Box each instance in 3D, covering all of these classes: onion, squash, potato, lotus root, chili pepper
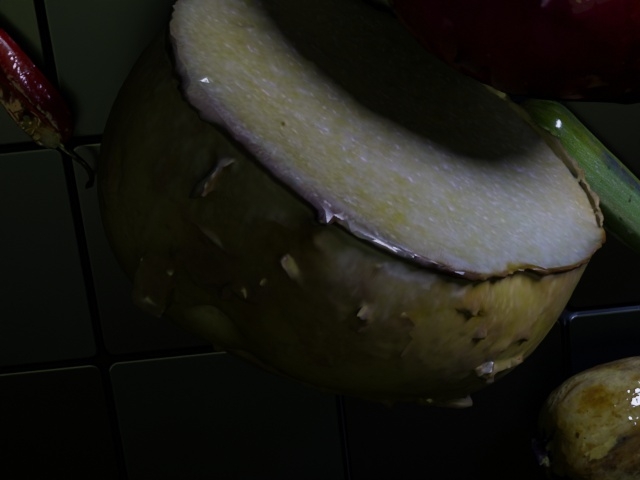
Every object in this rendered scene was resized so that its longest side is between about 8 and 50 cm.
[{"bbox_3d":[0.225,-0.304,1.276,0.348,0.348,0.385,11,123,-6],"label":"onion"},{"bbox_3d":[0.280,-0.062,1.534,0.229,0.066,0.066,40,107,-18],"label":"squash"},{"bbox_3d":[0.000,0.000,1.389,0.442,0.385,0.319,30,124,-1],"label":"potato"},{"bbox_3d":[0.324,0.190,1.611,0.214,0.138,0.138,-34,110,-1],"label":"lotus root"},{"bbox_3d":[-0.302,-0.159,1.489,0.050,0.059,0.268,-46,108,-24],"label":"chili pepper"}]
